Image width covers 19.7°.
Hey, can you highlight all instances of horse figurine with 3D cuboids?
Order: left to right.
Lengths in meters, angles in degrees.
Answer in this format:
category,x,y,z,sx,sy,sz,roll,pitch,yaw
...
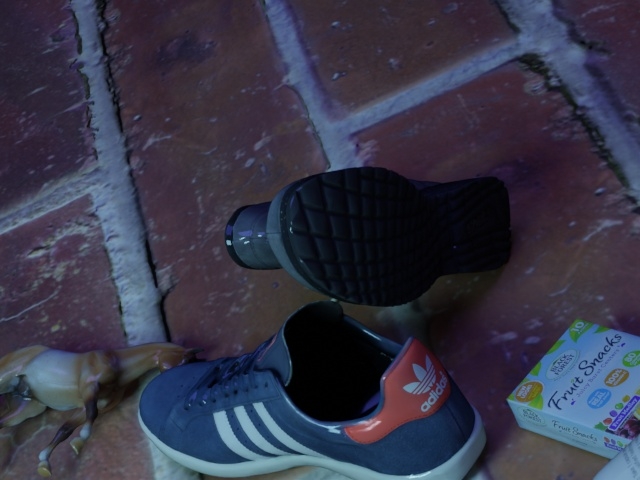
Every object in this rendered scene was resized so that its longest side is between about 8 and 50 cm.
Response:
category,x,y,z,sx,sy,sz,roll,pitch,yaw
horse figurine,-0.258,0.151,1.735,0.263,0.066,0.174,-7,34,33

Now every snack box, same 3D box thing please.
category,x,y,z,sx,sy,sz,roll,pitch,yaw
snack box,0.232,0.121,1.453,0.141,0.037,0.100,16,52,47

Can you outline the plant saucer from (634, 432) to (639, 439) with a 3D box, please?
category,x,y,z,sx,sy,sz,roll,pitch,yaw
plant saucer,0.393,0.123,1.329,0.259,0.048,0.258,15,53,47

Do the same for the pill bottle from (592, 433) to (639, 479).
category,x,y,z,sx,sy,sz,roll,pitch,yaw
pill bottle,0.252,0.179,1.215,0.229,0.131,0.131,-44,31,12

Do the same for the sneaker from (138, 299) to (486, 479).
category,x,y,z,sx,sy,sz,roll,pitch,yaw
sneaker,-0.030,0.116,1.547,0.350,0.148,0.131,0,43,36

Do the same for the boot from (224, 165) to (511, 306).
category,x,y,z,sx,sy,sz,roll,pitch,yaw
boot,0.000,0.000,1.616,0.222,0.118,0.338,-2,-3,34
